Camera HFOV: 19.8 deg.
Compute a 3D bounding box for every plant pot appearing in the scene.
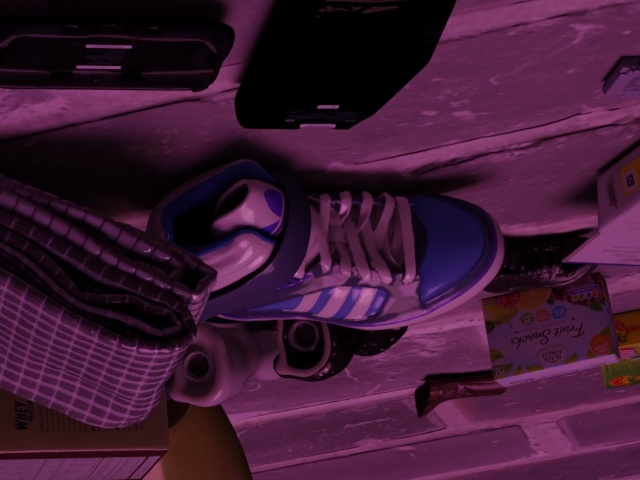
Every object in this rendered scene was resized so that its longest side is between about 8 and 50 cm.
[{"bbox_3d":[-0.208,0.251,2.136,0.275,0.274,0.293,-5,144,-6],"label":"plant pot"}]

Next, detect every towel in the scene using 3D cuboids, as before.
[{"bbox_3d":[-0.252,0.051,1.616,0.284,0.121,0.235,24,154,-4],"label":"towel"}]

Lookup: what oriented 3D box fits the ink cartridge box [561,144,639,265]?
[{"bbox_3d":[0.434,-0.056,1.790,0.304,0.072,0.307,3,159,-27],"label":"ink cartridge box"}]

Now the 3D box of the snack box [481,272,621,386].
[{"bbox_3d":[0.261,0.103,2.085,0.141,0.100,0.037,-15,158,17],"label":"snack box"}]

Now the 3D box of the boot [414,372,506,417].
[{"bbox_3d":[0.186,0.201,2.410,0.114,0.037,0.106,-7,162,-14],"label":"boot"}]

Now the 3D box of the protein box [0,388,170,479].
[{"bbox_3d":[-0.273,0.138,1.855,0.201,0.199,0.136,1,157,-20],"label":"protein box"}]

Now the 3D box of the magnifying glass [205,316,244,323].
[{"bbox_3d":[-0.025,0.053,1.967,0.231,0.026,0.092,-14,158,14],"label":"magnifying glass"}]

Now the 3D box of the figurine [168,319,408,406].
[{"bbox_3d":[-0.034,0.118,2.002,0.215,0.092,0.209,-16,172,26],"label":"figurine"}]

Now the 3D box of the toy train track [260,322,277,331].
[{"bbox_3d":[-0.070,0.116,2.126,0.048,0.014,0.083,5,155,-30],"label":"toy train track"}]

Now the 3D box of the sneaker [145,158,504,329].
[{"bbox_3d":[0.000,0.000,1.689,0.323,0.130,0.236,-5,164,10],"label":"sneaker"}]

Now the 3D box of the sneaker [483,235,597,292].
[{"bbox_3d":[0.204,0.025,1.936,0.170,0.051,0.089,-14,163,24],"label":"sneaker"}]

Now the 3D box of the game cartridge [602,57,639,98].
[{"bbox_3d":[0.289,-0.140,1.591,0.083,0.017,0.056,-1,154,-15],"label":"game cartridge"}]

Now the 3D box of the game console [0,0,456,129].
[{"bbox_3d":[-0.087,-0.151,1.403,0.361,0.044,0.213,-1,156,-17],"label":"game console"}]

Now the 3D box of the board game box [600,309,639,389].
[{"bbox_3d":[0.392,0.136,2.293,0.092,0.043,0.181,-10,158,9],"label":"board game box"}]
